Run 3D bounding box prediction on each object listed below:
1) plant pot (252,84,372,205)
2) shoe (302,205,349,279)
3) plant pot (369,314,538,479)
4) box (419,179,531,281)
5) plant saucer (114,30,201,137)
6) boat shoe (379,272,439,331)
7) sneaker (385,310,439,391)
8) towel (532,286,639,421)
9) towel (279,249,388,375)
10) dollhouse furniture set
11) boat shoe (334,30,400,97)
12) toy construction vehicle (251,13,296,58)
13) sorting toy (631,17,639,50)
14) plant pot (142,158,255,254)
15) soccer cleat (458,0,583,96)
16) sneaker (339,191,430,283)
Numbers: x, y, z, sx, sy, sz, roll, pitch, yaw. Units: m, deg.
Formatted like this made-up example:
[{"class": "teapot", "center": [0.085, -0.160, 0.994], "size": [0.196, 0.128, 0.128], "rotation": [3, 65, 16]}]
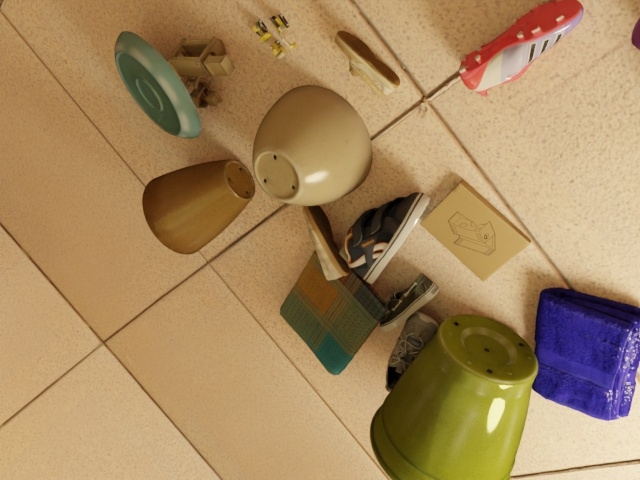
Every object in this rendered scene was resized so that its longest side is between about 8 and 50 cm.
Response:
[{"class": "plant pot", "center": [-0.048, -0.190, 1.507], "size": [0.284, 0.191, 0.284], "rotation": [21, 132, 24]}, {"class": "shoe", "center": [0.000, 0.000, 1.662], "size": [0.058, 0.076, 0.219], "rotation": [-29, 82, 29]}, {"class": "plant pot", "center": [0.342, 0.380, 1.556], "size": [0.366, 0.366, 0.353], "rotation": [27, 122, 19]}, {"class": "box", "center": [0.343, -0.020, 1.456], "size": [0.201, 0.021, 0.164], "rotation": [43, 137, 4]}, {"class": "plant saucer", "center": [-0.431, -0.387, 1.680], "size": [0.318, 0.044, 0.317], "rotation": [39, 157, 20]}, {"class": "boat shoe", "center": [0.211, 0.156, 1.656], "size": [0.070, 0.078, 0.219], "rotation": [44, 129, 1]}, {"class": "sneaker", "center": [0.239, 0.303, 1.709], "size": [0.105, 0.115, 0.281], "rotation": [27, 134, 19]}, {"class": "towel", "center": [0.583, 0.259, 1.439], "size": [0.228, 0.076, 0.308], "rotation": [14, 129, 29]}, {"class": "towel", "center": [0.029, 0.192, 1.806], "size": [0.271, 0.040, 0.370], "rotation": [48, 138, 18]}, {"class": "dollhouse furniture set", "center": [-0.251, -0.411, 1.596], "size": [0.182, 0.101, 0.161], "rotation": [10, 151, 32]}, {"class": "boat shoe", "center": [0.088, -0.365, 1.362], "size": [0.170, 0.063, 0.059], "rotation": [44, 131, 0]}, {"class": "toy construction vehicle", "center": [-0.106, -0.460, 1.461], "size": [0.086, 0.035, 0.098], "rotation": [-23, 106, 45]}, {"class": "sorting toy", "center": [0.597, -0.419, 0.925], "size": [0.126, 0.127, 0.365], "rotation": [10, 136, -5]}, {"class": "plant pot", "center": [-0.309, -0.113, 1.763], "size": [0.254, 0.237, 0.237], "rotation": [-23, 106, 31]}, {"class": "soccer cleat", "center": [0.363, -0.344, 1.168], "size": [0.095, 0.083, 0.248], "rotation": [33, 140, -31]}, {"class": "sneaker", "center": [0.138, -0.019, 1.538], "size": [0.127, 0.126, 0.321], "rotation": [35, 138, 3]}]
